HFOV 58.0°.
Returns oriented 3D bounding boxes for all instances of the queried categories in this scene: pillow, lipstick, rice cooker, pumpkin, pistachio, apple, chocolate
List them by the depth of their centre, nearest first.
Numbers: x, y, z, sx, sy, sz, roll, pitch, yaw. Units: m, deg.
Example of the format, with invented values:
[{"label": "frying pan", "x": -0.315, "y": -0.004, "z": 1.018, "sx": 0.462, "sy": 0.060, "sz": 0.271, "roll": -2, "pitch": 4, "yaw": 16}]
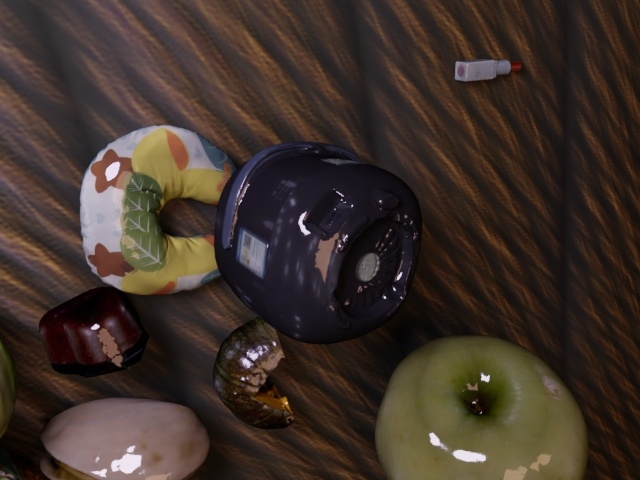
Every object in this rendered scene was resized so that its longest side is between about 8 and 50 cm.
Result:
[{"label": "chocolate", "x": -0.290, "y": 0.106, "z": 0.754, "sx": 0.125, "sy": 0.149, "sz": 0.080, "roll": -52, "pitch": 132, "yaw": -46}, {"label": "pillow", "x": -0.209, "y": -0.036, "z": 0.769, "sx": 0.214, "sy": 0.086, "sz": 0.233, "roll": -1, "pitch": 107, "yaw": -38}, {"label": "rice cooker", "x": 0.000, "y": 0.000, "z": 0.778, "sx": 0.267, "sy": 0.224, "sz": 0.267, "roll": -17, "pitch": 118, "yaw": -35}, {"label": "pistachio", "x": -0.278, "y": 0.298, "z": 0.827, "sx": 0.238, "sy": 0.153, "sz": 0.137, "roll": 3, "pitch": 99, "yaw": 0}, {"label": "pumpkin", "x": -0.109, "y": 0.214, "z": 0.889, "sx": 0.108, "sy": 0.119, "sz": 0.183, "roll": -18, "pitch": 111, "yaw": -22}, {"label": "lipstick", "x": 0.281, "y": -0.281, "z": 0.941, "sx": 0.129, "sy": 0.030, "sz": 0.030, "roll": -12, "pitch": 114, "yaw": -22}, {"label": "apple", "x": 0.274, "y": 0.343, "z": 1.004, "sx": 0.357, "sy": 0.357, "sz": 0.357, "roll": -10, "pitch": 113, "yaw": -23}]

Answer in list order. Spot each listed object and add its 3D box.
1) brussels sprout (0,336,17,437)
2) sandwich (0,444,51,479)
[{"label": "brussels sprout", "x": -0.482, "y": 0.172, "z": 0.627, "sx": 0.259, "sy": 0.227, "sz": 0.294, "roll": -5, "pitch": 120, "yaw": -9}, {"label": "sandwich", "x": -0.455, "y": 0.402, "z": 0.800, "sx": 0.212, "sy": 0.109, "sz": 0.292, "roll": 1, "pitch": 112, "yaw": -34}]
